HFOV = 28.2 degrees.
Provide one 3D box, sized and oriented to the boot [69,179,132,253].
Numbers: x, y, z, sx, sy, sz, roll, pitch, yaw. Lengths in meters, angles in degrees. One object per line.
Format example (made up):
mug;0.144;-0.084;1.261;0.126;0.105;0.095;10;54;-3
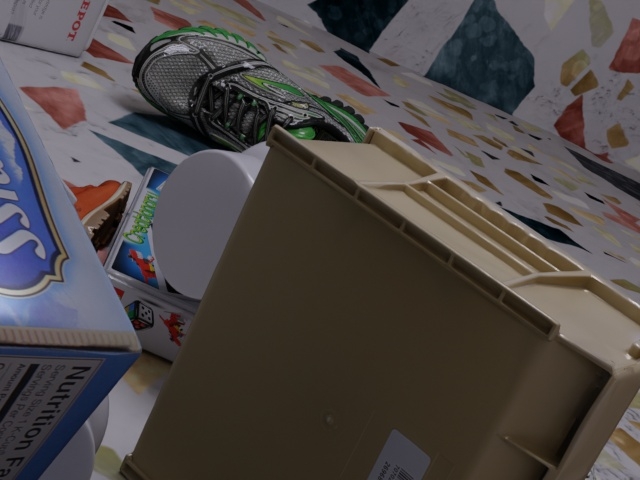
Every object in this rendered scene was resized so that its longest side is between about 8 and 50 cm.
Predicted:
boot;-0.222;-0.030;1.143;0.084;0.059;0.158;22;18;3

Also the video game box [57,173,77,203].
video game box;-0.294;-0.114;1.044;0.187;0.048;0.205;58;-12;-31

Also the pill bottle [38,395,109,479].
pill bottle;-0.180;0.085;0.729;0.112;0.112;0.187;20;10;-20

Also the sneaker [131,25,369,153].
sneaker;-0.074;-0.162;1.613;0.343;0.134;0.146;22;18;-16

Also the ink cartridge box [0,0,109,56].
ink cartridge box;-0.400;-0.368;1.613;0.283;0.207;0.117;6;28;-50

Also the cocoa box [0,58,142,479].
cocoa box;-0.281;-0.014;0.569;0.228;0.231;0.347;7;42;-46

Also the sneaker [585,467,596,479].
sneaker;0.195;0.183;0.957;0.235;0.153;0.094;29;18;7

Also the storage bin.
storage bin;0.039;0.103;0.779;0.260;0.262;0.123;37;21;31

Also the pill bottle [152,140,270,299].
pill bottle;0.000;0.000;1.032;0.272;0.152;0.152;8;24;-48

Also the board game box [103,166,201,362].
board game box;-0.094;0.034;1.142;0.193;0.053;0.305;25;17;-8
